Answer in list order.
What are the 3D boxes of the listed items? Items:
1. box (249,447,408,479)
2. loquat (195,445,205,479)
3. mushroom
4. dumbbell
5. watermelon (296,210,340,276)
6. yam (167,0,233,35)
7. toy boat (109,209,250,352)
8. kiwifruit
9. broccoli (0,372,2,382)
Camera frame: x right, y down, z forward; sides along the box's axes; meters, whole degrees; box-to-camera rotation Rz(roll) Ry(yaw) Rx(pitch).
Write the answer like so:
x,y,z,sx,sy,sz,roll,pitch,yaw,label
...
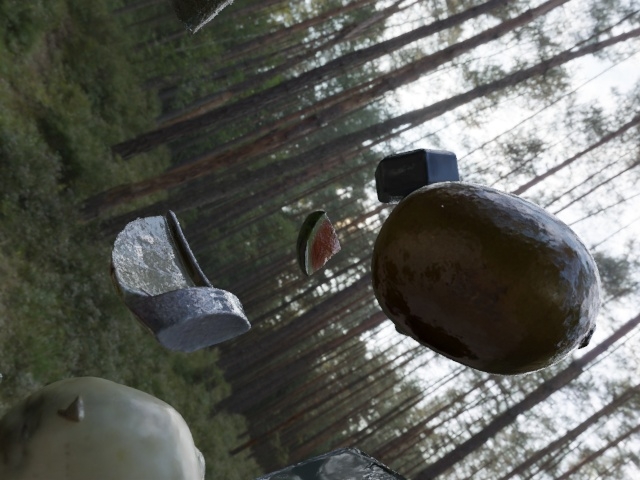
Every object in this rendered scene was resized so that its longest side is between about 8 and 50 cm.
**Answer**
x,y,z,sx,sy,sz,roll,pitch,yaw,label
0.004,0.367,0.673,0.163,0.243,0.135,7,-84,52,box
-0.301,0.466,1.036,0.152,0.152,0.195,56,-50,23,loquat
-0.316,0.346,0.798,0.315,0.314,0.336,64,-5,-1,mushroom
0.182,0.004,0.934,0.143,0.156,0.317,6,76,-61,dumbbell
0.000,0.000,1.139,0.125,0.094,0.135,-81,-170,-55,watermelon
-0.191,-0.522,1.055,0.106,0.259,0.106,52,8,-10,yam
-0.272,0.079,0.962,0.293,0.111,0.276,45,17,10,toy boat
0.174,0.041,0.572,0.233,0.196,0.196,30,-32,30,kiwifruit
-0.565,0.119,0.682,0.317,0.277,0.339,17,-73,50,broccoli
